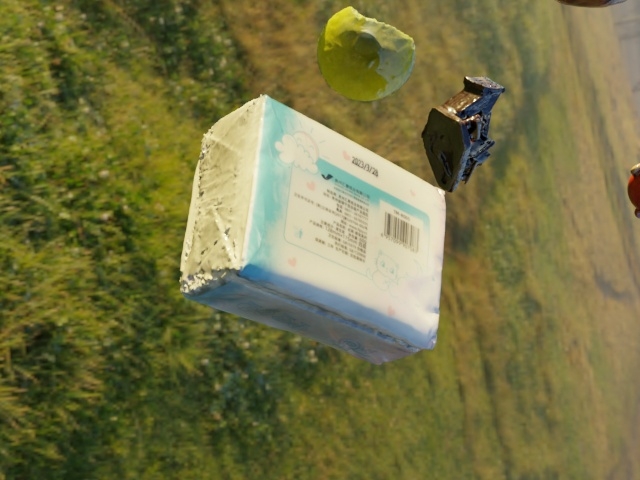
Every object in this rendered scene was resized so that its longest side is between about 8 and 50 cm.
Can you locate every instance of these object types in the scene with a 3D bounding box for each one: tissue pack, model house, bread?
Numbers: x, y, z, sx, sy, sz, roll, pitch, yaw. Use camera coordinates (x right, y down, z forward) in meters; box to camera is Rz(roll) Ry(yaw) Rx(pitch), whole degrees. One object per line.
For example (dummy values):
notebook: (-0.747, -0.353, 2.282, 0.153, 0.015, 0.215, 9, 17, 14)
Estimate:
tissue pack: (0.000, -0.002, 0.969, 0.271, 0.124, 0.201, 24, 63, -35)
model house: (0.281, -0.212, 1.769, 0.141, 0.164, 0.203, 54, -21, 15)
bread: (0.062, -0.243, 1.274, 0.111, 0.129, 0.114, -58, 172, 12)

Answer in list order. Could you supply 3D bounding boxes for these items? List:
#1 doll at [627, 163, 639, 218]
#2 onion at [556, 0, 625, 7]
doll: (0.661, -0.118, 1.772, 0.217, 0.183, 0.085, 107, -10, -51)
onion: (0.426, -0.479, 1.439, 0.246, 0.190, 0.246, -6, 101, -32)
